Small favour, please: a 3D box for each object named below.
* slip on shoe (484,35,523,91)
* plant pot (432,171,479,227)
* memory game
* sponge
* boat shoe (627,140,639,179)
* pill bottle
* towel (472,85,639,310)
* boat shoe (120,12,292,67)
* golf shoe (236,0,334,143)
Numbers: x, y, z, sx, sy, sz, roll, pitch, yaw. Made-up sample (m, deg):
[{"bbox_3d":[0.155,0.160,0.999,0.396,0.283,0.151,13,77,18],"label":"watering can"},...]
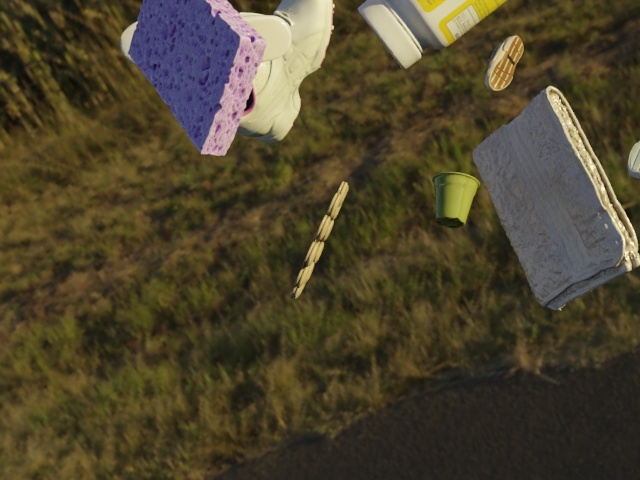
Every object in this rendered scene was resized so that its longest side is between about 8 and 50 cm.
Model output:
[{"bbox_3d":[0.317,-0.312,1.703,0.041,0.051,0.135,-5,46,45],"label":"slip on shoe"},{"bbox_3d":[0.230,-0.066,1.662,0.083,0.083,0.079,-9,64,45],"label":"plant pot"},{"bbox_3d":[0.000,0.000,1.362,0.186,0.012,0.186,25,-90,-88],"label":"memory game"},{"bbox_3d":[-0.124,-0.183,0.910,0.031,0.117,0.210,1,34,-36],"label":"sponge"},{"bbox_3d":[0.715,-0.188,2.016,0.083,0.075,0.226,19,53,36],"label":"boat shoe"},{"bbox_3d":[0.157,-0.316,1.197,0.208,0.119,0.119,-37,18,9],"label":"pill bottle"},{"bbox_3d":[0.328,-0.053,1.370,0.049,0.282,0.187,-12,-19,-37],"label":"towel"},{"bbox_3d":[-0.124,-0.224,1.055,0.184,0.066,0.063,-10,19,-1],"label":"boat shoe"},{"bbox_3d":[-0.078,-0.307,1.608,0.140,0.306,0.115,3,26,-43],"label":"golf shoe"}]
